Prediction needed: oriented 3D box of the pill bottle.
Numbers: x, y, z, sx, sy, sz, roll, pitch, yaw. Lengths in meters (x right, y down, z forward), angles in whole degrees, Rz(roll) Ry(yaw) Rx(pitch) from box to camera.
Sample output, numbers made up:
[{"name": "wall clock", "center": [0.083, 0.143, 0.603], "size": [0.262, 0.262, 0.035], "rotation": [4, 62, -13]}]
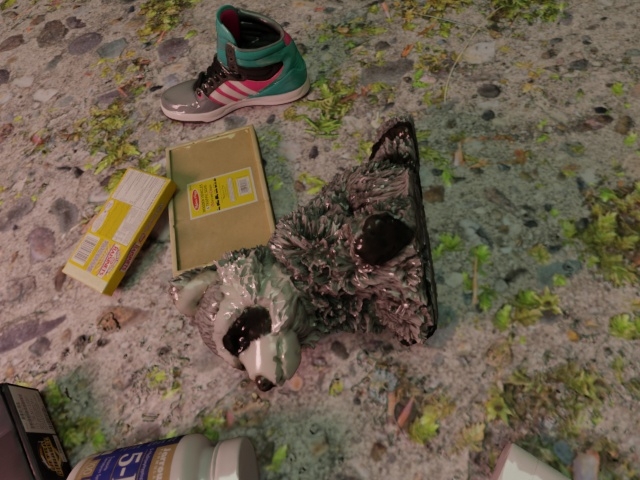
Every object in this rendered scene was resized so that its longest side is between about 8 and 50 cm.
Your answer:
[{"name": "pill bottle", "center": [-0.169, 0.279, 0.451], "size": [0.187, 0.112, 0.112], "rotation": [-13, 60, 1]}]

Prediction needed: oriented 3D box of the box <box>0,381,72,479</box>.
[{"name": "box", "center": [-0.425, 0.375, 0.461], "size": [0.295, 0.073, 0.293], "rotation": [-38, 62, -12]}]

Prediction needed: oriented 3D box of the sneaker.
[{"name": "sneaker", "center": [-0.175, -0.321, 0.741], "size": [0.296, 0.178, 0.123], "rotation": [-13, 61, 2]}]

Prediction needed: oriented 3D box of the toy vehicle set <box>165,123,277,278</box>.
[{"name": "toy vehicle set", "center": [-0.169, -0.071, 0.685], "size": [0.166, 0.035, 0.266], "rotation": [-15, 60, 0]}]

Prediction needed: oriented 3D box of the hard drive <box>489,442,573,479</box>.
[{"name": "hard drive", "center": [0.283, 0.374, 0.373], "size": [0.308, 0.040, 0.203], "rotation": [28, 69, 22]}]

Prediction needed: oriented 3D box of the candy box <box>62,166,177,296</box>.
[{"name": "candy box", "center": [-0.325, -0.021, 0.665], "size": [0.105, 0.027, 0.206], "rotation": [20, 74, 24]}]

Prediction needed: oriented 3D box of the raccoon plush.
[{"name": "raccoon plush", "center": [0.000, 0.000, 0.586], "size": [0.299, 0.216, 0.446], "rotation": [-9, 30, 19]}]
